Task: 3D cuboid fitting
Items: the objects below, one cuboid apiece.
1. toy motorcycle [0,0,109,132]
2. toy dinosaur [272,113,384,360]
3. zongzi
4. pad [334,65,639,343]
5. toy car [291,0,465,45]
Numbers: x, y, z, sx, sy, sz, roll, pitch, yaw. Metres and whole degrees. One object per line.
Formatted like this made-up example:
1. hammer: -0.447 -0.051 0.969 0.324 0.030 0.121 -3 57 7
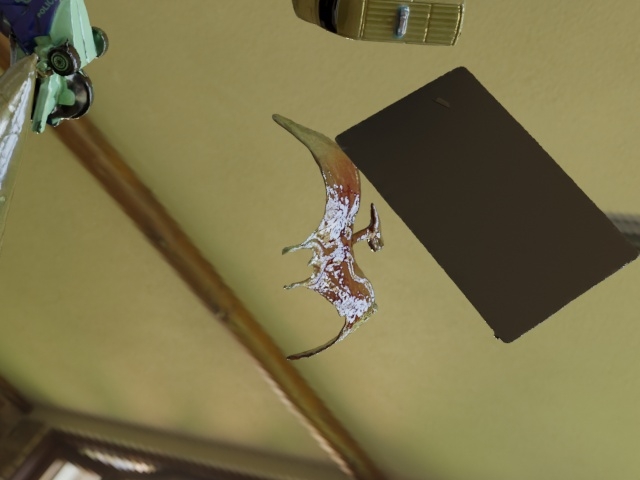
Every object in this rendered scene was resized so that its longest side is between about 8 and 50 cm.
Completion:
1. toy motorcycle: -0.431 -0.330 1.698 0.196 0.125 0.331 13 -56 15
2. toy dinosaur: -0.006 -0.003 1.540 0.113 0.206 0.327 10 -40 38
3. zongzi: -0.531 -0.044 1.738 0.181 0.418 0.447 33 -17 3
4. pad: 0.150 -0.041 1.047 0.265 0.160 0.009 52 -17 24
5. toy car: 0.085 -0.353 1.675 0.257 0.124 0.101 3 -50 -6
